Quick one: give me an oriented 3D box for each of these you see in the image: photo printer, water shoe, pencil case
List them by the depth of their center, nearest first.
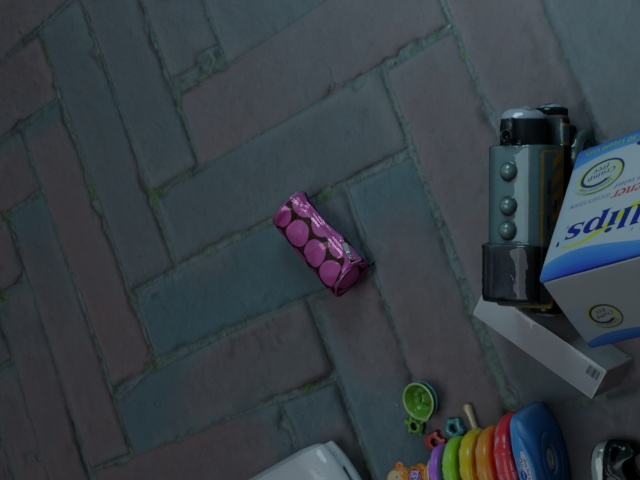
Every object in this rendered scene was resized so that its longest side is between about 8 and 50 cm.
[{"bbox_3d":[0.475,0.413,1.780,0.080,0.073,0.203,-11,90,38],"label":"water shoe"},{"bbox_3d":[0.000,0.000,2.106,0.209,0.095,0.098,46,158,23],"label":"pencil case"},{"bbox_3d":[-0.023,0.540,2.193,0.307,0.107,0.256,-35,74,38],"label":"photo printer"}]

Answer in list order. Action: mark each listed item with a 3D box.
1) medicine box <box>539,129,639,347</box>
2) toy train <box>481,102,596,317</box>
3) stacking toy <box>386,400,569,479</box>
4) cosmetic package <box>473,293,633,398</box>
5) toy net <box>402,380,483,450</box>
[{"bbox_3d":[0.474,-0.024,1.562,0.263,0.289,0.149,-20,120,40],"label":"medicine box"},{"bbox_3d":[0.331,-0.045,1.745,0.142,0.190,0.334,4,94,39],"label":"toy train"},{"bbox_3d":[0.239,0.378,1.877,0.302,0.166,0.175,-14,88,28],"label":"stacking toy"},{"bbox_3d":[0.367,0.153,1.816,0.239,0.099,0.060,37,120,31],"label":"cosmetic package"},{"bbox_3d":[0.237,0.339,1.986,0.232,0.045,0.122,29,113,33],"label":"toy net"}]
